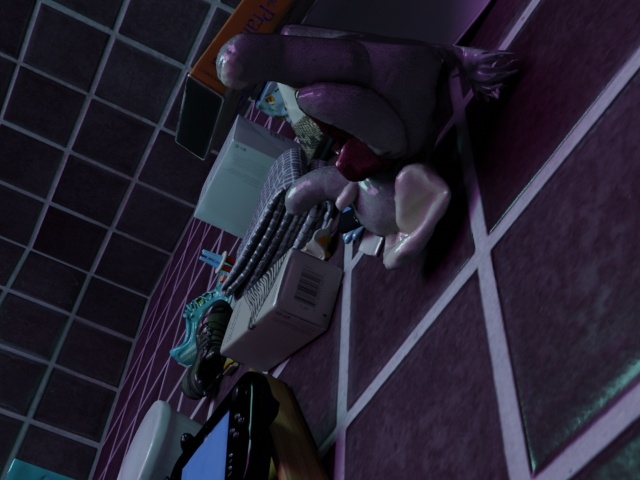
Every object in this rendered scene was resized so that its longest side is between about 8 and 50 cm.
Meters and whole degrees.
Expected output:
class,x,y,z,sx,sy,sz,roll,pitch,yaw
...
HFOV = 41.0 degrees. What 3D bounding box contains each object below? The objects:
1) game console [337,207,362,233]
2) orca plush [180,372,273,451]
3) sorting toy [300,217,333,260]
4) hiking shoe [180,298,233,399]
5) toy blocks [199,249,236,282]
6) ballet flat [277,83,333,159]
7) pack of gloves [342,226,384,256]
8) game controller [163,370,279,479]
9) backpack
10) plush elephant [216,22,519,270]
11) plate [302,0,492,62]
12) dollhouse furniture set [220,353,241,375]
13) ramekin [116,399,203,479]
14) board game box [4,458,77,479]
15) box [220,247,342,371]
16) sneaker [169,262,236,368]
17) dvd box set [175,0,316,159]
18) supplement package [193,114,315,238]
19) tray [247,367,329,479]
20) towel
class,x,y,z,sx,sy,sz,roll,pitch,yaw
game console,0.045,-0.099,1.231,0.124,0.085,0.144,-24,48,53
orca plush,-0.178,0.340,1.409,0.287,0.102,0.151,-63,14,11
sorting toy,0.000,0.000,1.453,0.083,0.045,0.075,-48,15,52
hiking shoe,-0.224,0.235,1.850,0.114,0.086,0.227,-16,56,55
toy blocks,-0.182,0.071,1.784,0.054,0.148,0.123,-62,14,19
ballet flat,0.021,-0.314,1.596,0.483,0.182,0.164,-41,26,61
pack of gloves,0.086,-0.098,1.279,0.232,0.046,0.195,-66,13,-1
game controller,-0.140,0.304,1.101,0.319,0.067,0.166,-54,18,41
backpack,-0.042,-0.367,1.865,0.263,0.213,0.276,-66,-1,-68
plush elephant,0.056,-0.116,1.040,0.272,0.330,0.255,-66,-18,-71
plate,0.110,-0.335,1.305,0.278,0.045,0.277,-53,55,24
dollhouse furniture set,-0.177,0.209,1.720,0.152,0.058,0.076,-49,21,51
ramekin,-0.307,0.458,1.651,0.273,0.127,0.273,-58,16,27
board game box,-0.403,0.513,1.472,0.254,0.336,0.079,-53,19,44
box,-0.069,0.119,1.388,0.275,0.094,0.113,-43,26,57
sneaker,-0.264,0.169,2.010,0.275,0.110,0.107,-68,14,-12
dvd box set,-0.066,-0.334,1.255,0.420,0.062,0.307,-57,5,-14
supplement package,-0.140,-0.124,1.856,0.203,0.194,0.149,-59,15,26
tray,-0.083,0.334,1.130,0.203,0.076,0.411,-64,14,4
towel,-0.083,-0.018,1.619,0.284,0.121,0.235,-62,13,17
